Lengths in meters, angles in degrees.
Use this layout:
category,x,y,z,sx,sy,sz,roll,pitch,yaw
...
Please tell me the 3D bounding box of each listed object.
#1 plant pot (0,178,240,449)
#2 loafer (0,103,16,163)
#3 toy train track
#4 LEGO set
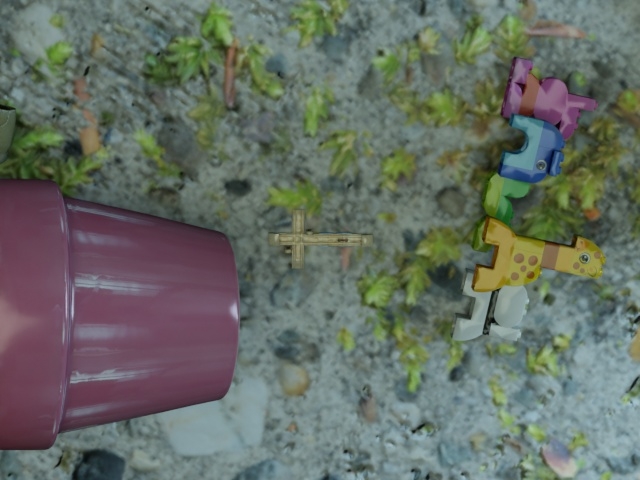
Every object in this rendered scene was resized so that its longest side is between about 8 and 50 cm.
category,x,y,z,sx,sy,sz,roll,pitch,yaw
plant pot,-0.161,0.055,1.079,0.180,0.201,0.201,1,99,-16
loafer,-0.297,-0.115,1.113,0.148,0.056,0.050,33,97,-15
toy train track,0.000,0.000,1.150,0.083,0.014,0.048,1,99,-1
LEGO set,0.172,-0.017,1.111,0.093,0.087,0.227,12,100,-2
